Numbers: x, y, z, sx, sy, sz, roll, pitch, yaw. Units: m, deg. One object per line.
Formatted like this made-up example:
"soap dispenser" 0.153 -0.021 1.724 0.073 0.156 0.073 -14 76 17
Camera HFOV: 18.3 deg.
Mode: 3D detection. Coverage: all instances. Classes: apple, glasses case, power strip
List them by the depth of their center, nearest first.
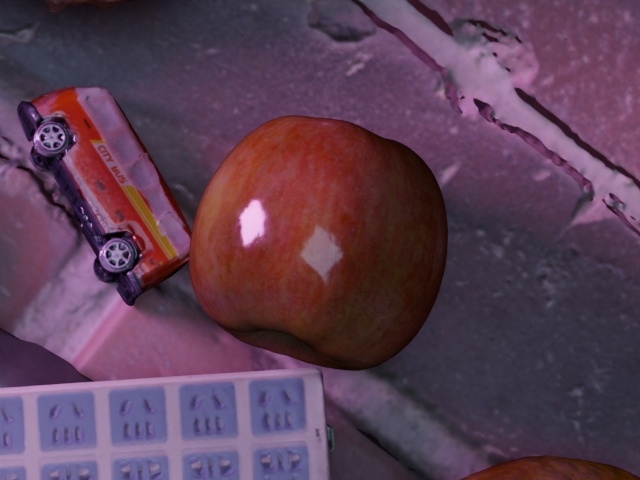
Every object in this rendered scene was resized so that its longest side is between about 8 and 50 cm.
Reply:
"apple" 0.000 0.000 1.465 0.188 0.188 0.174 16 78 -4
"power strip" -0.167 0.158 1.466 0.367 0.043 0.106 -3 80 -9
"glasses case" -0.222 0.118 1.510 0.191 0.042 0.072 30 76 -2

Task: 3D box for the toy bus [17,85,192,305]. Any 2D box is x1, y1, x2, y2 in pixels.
"toy bus" -0.162 -0.041 1.511 0.077 0.079 0.174 -29 87 -14

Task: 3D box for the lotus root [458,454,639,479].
"lotus root" 0.173 0.246 1.492 0.180 0.199 0.188 -36 130 -36

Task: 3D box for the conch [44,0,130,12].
"conch" -0.130 -0.308 1.477 0.324 0.186 0.263 -10 79 19
